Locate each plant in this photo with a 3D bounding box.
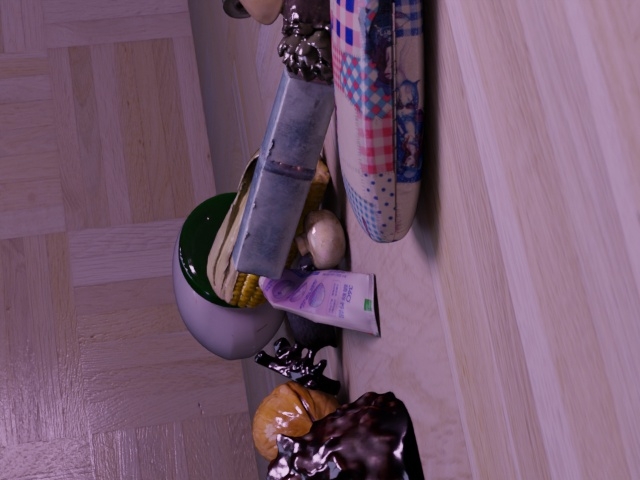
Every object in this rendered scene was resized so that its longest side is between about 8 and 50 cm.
[{"bbox_3d":[-0.003,-0.249,1.261,0.094,0.092,0.143,161,107,-72],"label":"plant"}]

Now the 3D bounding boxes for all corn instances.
[{"bbox_3d":[-0.079,-0.026,1.604,0.122,0.123,0.305,-74,9,-51],"label":"corn"}]

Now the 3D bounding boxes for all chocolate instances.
[{"bbox_3d":[0.016,0.298,1.286,0.206,0.177,0.224,104,159,-65],"label":"chocolate"}]

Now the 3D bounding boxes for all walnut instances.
[{"bbox_3d":[-0.032,0.279,1.650,0.180,0.144,0.144,174,89,-77],"label":"walnut"}]

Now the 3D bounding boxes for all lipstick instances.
[{"bbox_3d":[-0.050,-0.086,1.435,0.077,0.076,0.289,-102,28,-60],"label":"lipstick"}]

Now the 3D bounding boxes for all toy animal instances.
[{"bbox_3d":[0.001,0.111,1.610,0.121,0.117,0.210,24,104,37],"label":"toy animal"}]

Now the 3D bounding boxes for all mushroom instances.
[{"bbox_3d":[0.000,0.000,1.481,0.083,0.067,0.083,160,90,-85],"label":"mushroom"}]

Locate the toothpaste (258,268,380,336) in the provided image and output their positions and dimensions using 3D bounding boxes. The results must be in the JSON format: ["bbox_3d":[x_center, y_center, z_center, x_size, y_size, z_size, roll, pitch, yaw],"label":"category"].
[{"bbox_3d":[-0.006,0.070,1.456,0.301,0.048,0.075,9,79,61],"label":"toothpaste"}]

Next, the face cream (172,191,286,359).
[{"bbox_3d":[-0.173,0.067,2.111,0.357,0.220,0.312,111,151,-69],"label":"face cream"}]

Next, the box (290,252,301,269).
[{"bbox_3d":[-0.038,0.021,1.777,0.129,0.051,0.130,-109,15,-52],"label":"box"}]

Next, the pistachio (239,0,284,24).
[{"bbox_3d":[-0.076,-0.406,1.484,0.136,0.136,0.225,-150,47,-78],"label":"pistachio"}]

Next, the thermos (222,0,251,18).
[{"bbox_3d":[-0.150,-0.505,2.027,0.073,0.083,0.187,-45,47,50],"label":"thermos"}]

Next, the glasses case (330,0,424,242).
[{"bbox_3d":[0.053,-0.155,1.015,0.125,0.076,0.327,-114,19,-65],"label":"glasses case"}]
